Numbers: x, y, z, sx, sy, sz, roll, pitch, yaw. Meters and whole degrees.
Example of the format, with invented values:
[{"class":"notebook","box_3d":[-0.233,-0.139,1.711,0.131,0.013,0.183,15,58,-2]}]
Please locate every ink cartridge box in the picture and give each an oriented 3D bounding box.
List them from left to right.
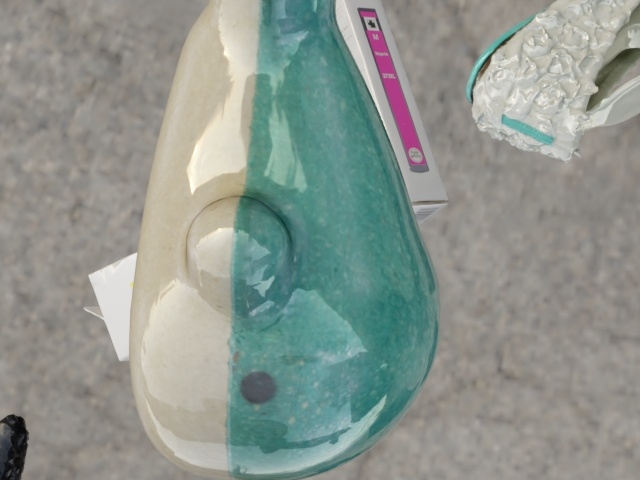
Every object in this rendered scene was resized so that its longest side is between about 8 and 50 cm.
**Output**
[{"class":"ink cartridge box","box_3d":[-0.141,0.052,1.663,0.143,0.090,0.092,-25,170,20]},{"class":"ink cartridge box","box_3d":[0.016,-0.166,1.947,0.069,0.371,0.175,-5,158,-38]}]

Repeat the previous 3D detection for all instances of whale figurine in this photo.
[{"class":"whale figurine","box_3d":[-0.008,-0.020,0.821,0.141,0.216,0.272,7,102,2]}]

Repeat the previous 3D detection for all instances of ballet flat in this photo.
[{"class":"ballet flat","box_3d":[0.300,-0.200,1.628,0.147,0.409,0.147,35,150,24]}]

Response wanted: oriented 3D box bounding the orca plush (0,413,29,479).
[{"class":"orca plush","box_3d":[-0.077,0.196,0.746,0.151,0.287,0.102,-26,160,-10]}]
